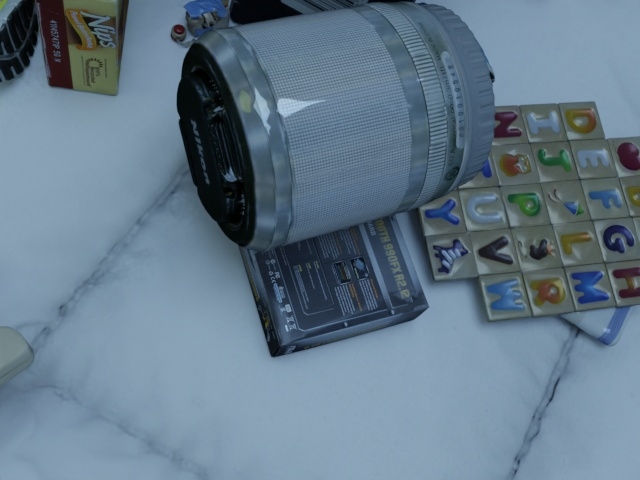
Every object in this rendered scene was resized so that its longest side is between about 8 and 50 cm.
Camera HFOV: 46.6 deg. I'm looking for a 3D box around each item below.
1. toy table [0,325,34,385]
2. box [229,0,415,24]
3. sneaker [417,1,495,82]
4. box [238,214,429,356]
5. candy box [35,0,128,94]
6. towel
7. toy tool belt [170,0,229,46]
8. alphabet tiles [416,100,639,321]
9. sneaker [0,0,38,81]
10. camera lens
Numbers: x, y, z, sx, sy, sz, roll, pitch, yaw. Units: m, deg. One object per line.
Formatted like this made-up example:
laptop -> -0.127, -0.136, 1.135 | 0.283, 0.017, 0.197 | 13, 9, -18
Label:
toy table -> -0.391, 0.115, 0.624 | 0.274, 0.252, 0.161 | -42, 68, -13
box -> 0.078, -0.455, 0.929 | 0.212, 0.293, 0.395 | 27, 65, -4
sneaker -> 0.169, -0.264, 0.993 | 0.162, 0.063, 0.073 | 33, 43, -38
box -> 0.000, 0.000, 0.861 | 0.183, 0.056, 0.230 | -13, 73, -20
candy box -> -0.259, -0.354, 0.860 | 0.088, 0.183, 0.316 | 5, 68, -14
towel -> 0.298, -0.017, 0.961 | 0.285, 0.034, 0.209 | 32, 67, 1
toy tool belt -> -0.151, -0.285, 0.934 | 0.083, 0.051, 0.052 | -31, 80, -23
alphabet tiles -> 0.286, -0.046, 0.945 | 0.343, 0.011, 0.285 | -5, 71, -13
sneaker -> -0.379, -0.269, 0.860 | 0.094, 0.081, 0.208 | 9, 61, -4
camera lens -> 0.007, -0.120, 0.757 | 0.274, 0.219, 0.219 | -16, 74, -20
